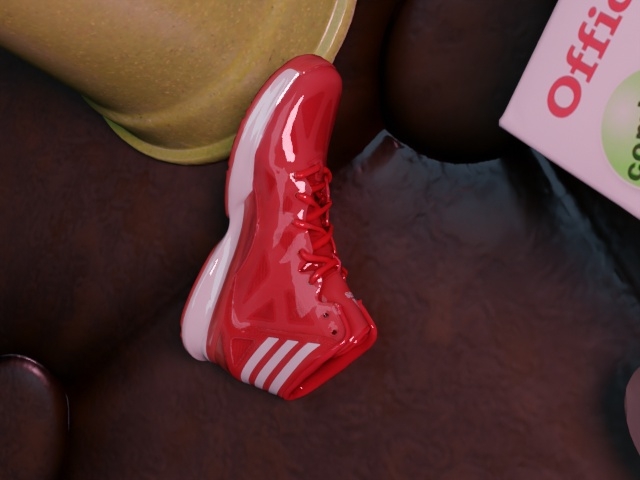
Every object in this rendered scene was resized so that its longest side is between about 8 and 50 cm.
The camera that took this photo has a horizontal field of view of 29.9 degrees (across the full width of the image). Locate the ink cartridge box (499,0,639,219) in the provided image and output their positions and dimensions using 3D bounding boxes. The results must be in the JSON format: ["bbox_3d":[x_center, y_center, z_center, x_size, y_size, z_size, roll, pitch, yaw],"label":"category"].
[{"bbox_3d":[0.260,-0.063,0.493,0.270,0.197,0.198,39,116,36],"label":"ink cartridge box"}]

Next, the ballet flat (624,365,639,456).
[{"bbox_3d":[0.211,0.175,0.592,0.084,0.058,0.249,-24,71,34],"label":"ballet flat"}]

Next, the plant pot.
[{"bbox_3d":[-0.153,-0.212,0.816,0.276,0.254,0.276,-8,75,35],"label":"plant pot"}]

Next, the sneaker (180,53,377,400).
[{"bbox_3d":[0.000,0.000,0.777,0.128,0.087,0.221,27,108,29],"label":"sneaker"}]
